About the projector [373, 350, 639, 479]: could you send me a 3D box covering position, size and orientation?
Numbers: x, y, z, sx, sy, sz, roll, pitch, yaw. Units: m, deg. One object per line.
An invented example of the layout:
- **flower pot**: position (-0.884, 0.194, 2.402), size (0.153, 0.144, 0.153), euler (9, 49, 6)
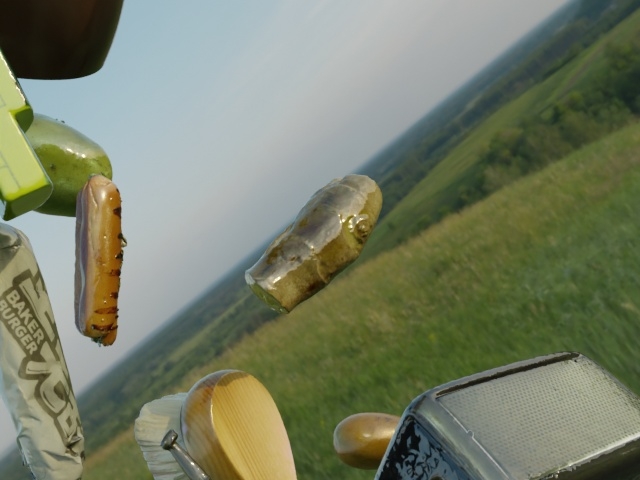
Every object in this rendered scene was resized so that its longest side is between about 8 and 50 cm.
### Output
- **projector**: position (0.283, 0.395, 1.285), size (0.405, 0.242, 0.395), euler (-7, -53, -36)

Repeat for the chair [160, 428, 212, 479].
- **chair**: position (-0.160, 0.566, 1.065), size (0.361, 0.410, 0.364), euler (-63, -6, 36)

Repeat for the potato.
- **potato**: position (-0.590, -0.159, 1.767), size (0.215, 0.305, 0.216), euler (-60, -7, -11)

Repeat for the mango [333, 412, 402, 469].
- **mango**: position (0.137, 0.433, 1.792), size (0.221, 0.120, 0.151), euler (3, -11, -8)

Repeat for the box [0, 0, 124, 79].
- **box**: position (-0.431, -0.382, 1.241), size (0.301, 0.301, 0.216), euler (-42, -28, -51)

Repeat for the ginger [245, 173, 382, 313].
- **ginger**: position (0.000, 0.000, 1.212), size (0.263, 0.116, 0.109), euler (-46, -12, -27)

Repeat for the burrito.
- **burrito**: position (-0.419, 0.187, 1.201), size (0.101, 0.445, 0.139), euler (-14, 13, -8)

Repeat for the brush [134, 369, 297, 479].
- **brush**: position (-0.150, 0.340, 1.278), size (0.166, 0.266, 0.174), euler (-30, -5, 29)

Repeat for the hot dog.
- **hot dog**: position (-0.150, 0.012, 0.571), size (0.037, 0.122, 0.049), euler (0, -4, -21)

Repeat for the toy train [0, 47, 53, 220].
- **toy train**: position (-0.514, -0.170, 1.026), size (0.272, 0.441, 0.179), euler (-29, 1, -25)
